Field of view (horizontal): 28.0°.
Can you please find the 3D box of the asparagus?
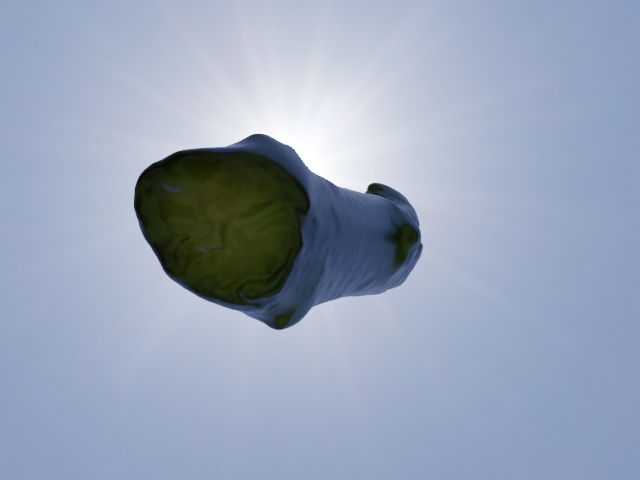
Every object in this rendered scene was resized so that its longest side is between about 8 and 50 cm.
[{"bbox_3d":[0.001,-0.001,0.712,0.085,0.343,0.082,38,-82,18],"label":"asparagus"}]
